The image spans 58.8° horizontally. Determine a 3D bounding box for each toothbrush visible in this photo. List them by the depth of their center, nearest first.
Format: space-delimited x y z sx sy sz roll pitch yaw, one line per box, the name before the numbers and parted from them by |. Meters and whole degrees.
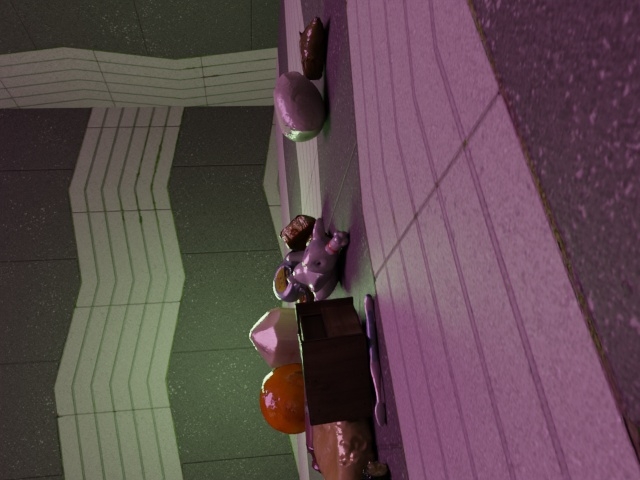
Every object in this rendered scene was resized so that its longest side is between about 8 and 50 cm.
toothbrush | 0.112 0.244 1.175 0.027 0.021 0.269 127 141 -70

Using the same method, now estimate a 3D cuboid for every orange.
orange | -0.100 0.562 2.027 0.246 0.246 0.246 178 90 -82

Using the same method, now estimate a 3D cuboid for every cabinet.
cabinet | 0.031 0.264 1.275 0.175 0.148 0.215 -108 11 -68

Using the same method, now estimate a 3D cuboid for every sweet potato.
sweet potato | 0.002 -0.005 1.784 0.226 0.068 0.068 155 112 -71

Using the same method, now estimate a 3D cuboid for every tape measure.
tape measure | -0.083 0.200 1.904 0.164 0.084 0.330 -51 40 41

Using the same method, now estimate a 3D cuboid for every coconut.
coconut | -0.140 0.377 2.193 0.237 0.266 0.237 -175 90 -87

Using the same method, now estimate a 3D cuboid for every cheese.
cheese | 0.058 0.487 1.326 0.226 0.117 0.214 103 158 -48
cheese | -0.062 -0.402 1.758 0.189 0.155 0.198 120 135 -75

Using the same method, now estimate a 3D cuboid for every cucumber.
cucumber | 0.109 0.541 1.167 0.058 0.058 0.187 -113 23 -70

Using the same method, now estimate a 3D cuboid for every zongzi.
zongzi | -0.017 -0.563 1.688 0.176 0.079 0.160 -146 49 -76

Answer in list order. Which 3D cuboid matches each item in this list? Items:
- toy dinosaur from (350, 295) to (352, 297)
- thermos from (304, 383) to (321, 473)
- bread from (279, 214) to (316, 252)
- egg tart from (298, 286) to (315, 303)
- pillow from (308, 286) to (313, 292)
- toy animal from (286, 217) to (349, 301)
toy dinosaur | 0.082 0.196 1.397 0.060 0.029 0.119 -148 60 -62
thermos | 0.020 0.550 1.716 0.109 0.136 0.330 -21 -69 -69
bread | -0.060 -0.021 1.985 0.128 0.140 0.069 28 -154 -50
egg tart | -0.046 0.160 2.075 0.212 0.090 0.212 179 90 -80
pillow | -0.006 0.098 1.811 0.181 0.078 0.134 132 132 -76
toy animal | -0.010 0.056 1.564 0.140 0.138 0.282 44 158 22
